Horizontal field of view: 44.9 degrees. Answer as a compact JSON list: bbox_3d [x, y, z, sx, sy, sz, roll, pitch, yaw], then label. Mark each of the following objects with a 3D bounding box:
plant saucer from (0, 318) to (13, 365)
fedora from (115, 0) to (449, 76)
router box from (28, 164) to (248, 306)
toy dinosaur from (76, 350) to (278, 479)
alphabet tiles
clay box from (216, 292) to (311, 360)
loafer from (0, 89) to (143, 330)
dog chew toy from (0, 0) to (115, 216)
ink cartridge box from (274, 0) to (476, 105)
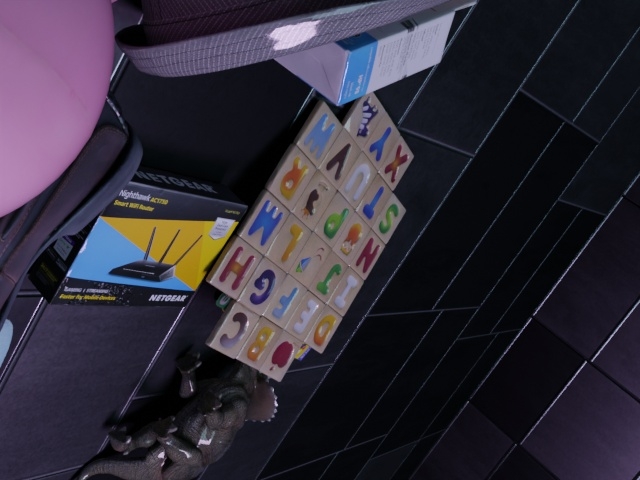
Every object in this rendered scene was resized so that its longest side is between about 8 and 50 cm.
[{"bbox_3d":[-0.327,0.138,0.630,0.195,0.037,0.195,-57,-177,4],"label":"plant saucer"},{"bbox_3d":[-0.024,-0.211,0.540,0.275,0.243,0.124,-25,116,-24],"label":"fedora"},{"bbox_3d":[-0.167,-0.001,0.734,0.133,0.046,0.179,-57,152,14],"label":"router box"},{"bbox_3d":[-0.164,0.246,0.980,0.313,0.121,0.160,-46,140,-15],"label":"toy dinosaur"},{"bbox_3d":[0.000,0.000,0.925,0.342,0.011,0.285,-59,148,-8],"label":"alphabet tiles"},{"bbox_3d":[-0.040,0.076,1.014,0.127,0.053,0.222,-50,154,-2],"label":"clay box"},{"bbox_3d":[-0.244,-0.005,0.525,0.302,0.109,0.095,-55,154,-28],"label":"loafer"},{"bbox_3d":[-0.160,-0.170,0.358,0.332,0.206,0.206,-64,156,-14],"label":"dog chew toy"},{"bbox_3d":[0.051,-0.202,0.734,0.180,0.104,0.060,-29,146,-34],"label":"ink cartridge box"}]
